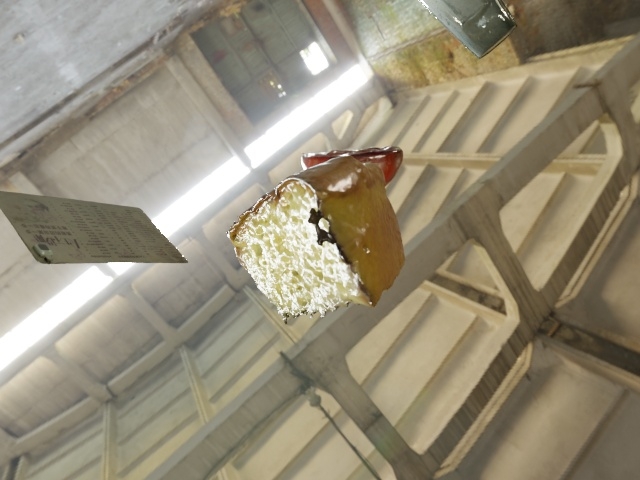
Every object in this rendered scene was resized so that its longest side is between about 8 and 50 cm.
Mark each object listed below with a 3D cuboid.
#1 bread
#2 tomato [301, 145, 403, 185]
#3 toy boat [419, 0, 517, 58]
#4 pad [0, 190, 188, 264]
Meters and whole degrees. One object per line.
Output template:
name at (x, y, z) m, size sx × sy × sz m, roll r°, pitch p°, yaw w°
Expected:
bread at (0.009, -0.005, 0.480) m, size 0.134 × 0.129 × 0.260 m, roll -31°, pitch -177°, yaw -23°
tomato at (0.053, -0.117, 0.830) m, size 0.166 × 0.082 × 0.174 m, roll -6°, pitch -168°, yaw -2°
toy boat at (0.137, -0.342, 0.595) m, size 0.078 × 0.260 × 0.085 m, roll -40°, pitch -175°, yaw 28°
pad at (-0.336, -0.018, 0.736) m, size 0.009 × 0.159 × 0.265 m, roll -54°, pitch 157°, yaw 15°
